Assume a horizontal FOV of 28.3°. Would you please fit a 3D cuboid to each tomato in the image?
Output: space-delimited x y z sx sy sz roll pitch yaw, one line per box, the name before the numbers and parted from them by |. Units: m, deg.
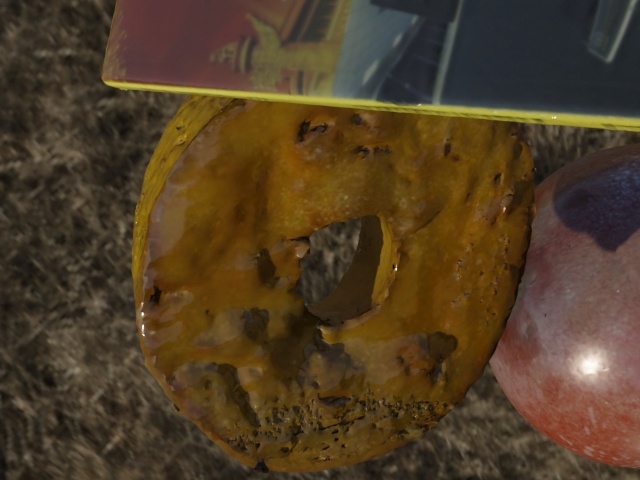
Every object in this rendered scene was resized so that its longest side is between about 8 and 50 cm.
tomato | 0.251 0.054 1.040 0.227 0.270 0.270 9 53 -29

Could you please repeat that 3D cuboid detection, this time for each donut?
donut | -0.001 0.003 0.788 0.277 0.277 0.108 -41 35 -9

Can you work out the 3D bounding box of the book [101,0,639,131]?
book | 0.051 -0.189 0.601 0.374 0.028 0.262 10 86 40
